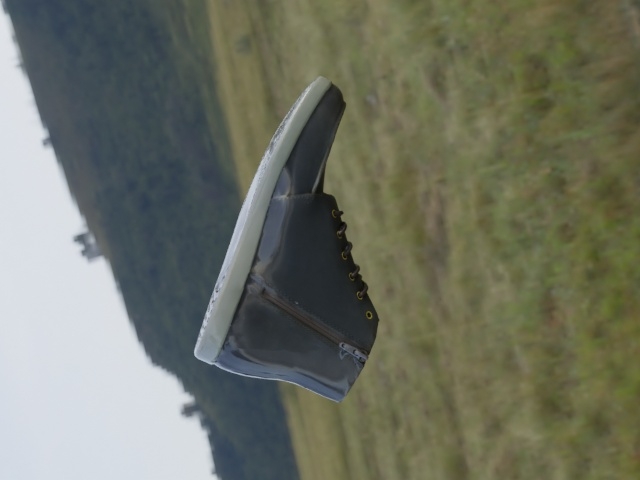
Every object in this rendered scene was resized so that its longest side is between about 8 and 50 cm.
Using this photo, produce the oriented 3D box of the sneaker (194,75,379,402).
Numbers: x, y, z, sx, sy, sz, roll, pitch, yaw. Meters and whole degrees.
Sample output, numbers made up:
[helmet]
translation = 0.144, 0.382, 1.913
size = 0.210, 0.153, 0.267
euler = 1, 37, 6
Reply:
[sneaker]
translation = 0.000, 0.000, 0.957
size = 0.083, 0.118, 0.222
euler = 159, 131, -79
